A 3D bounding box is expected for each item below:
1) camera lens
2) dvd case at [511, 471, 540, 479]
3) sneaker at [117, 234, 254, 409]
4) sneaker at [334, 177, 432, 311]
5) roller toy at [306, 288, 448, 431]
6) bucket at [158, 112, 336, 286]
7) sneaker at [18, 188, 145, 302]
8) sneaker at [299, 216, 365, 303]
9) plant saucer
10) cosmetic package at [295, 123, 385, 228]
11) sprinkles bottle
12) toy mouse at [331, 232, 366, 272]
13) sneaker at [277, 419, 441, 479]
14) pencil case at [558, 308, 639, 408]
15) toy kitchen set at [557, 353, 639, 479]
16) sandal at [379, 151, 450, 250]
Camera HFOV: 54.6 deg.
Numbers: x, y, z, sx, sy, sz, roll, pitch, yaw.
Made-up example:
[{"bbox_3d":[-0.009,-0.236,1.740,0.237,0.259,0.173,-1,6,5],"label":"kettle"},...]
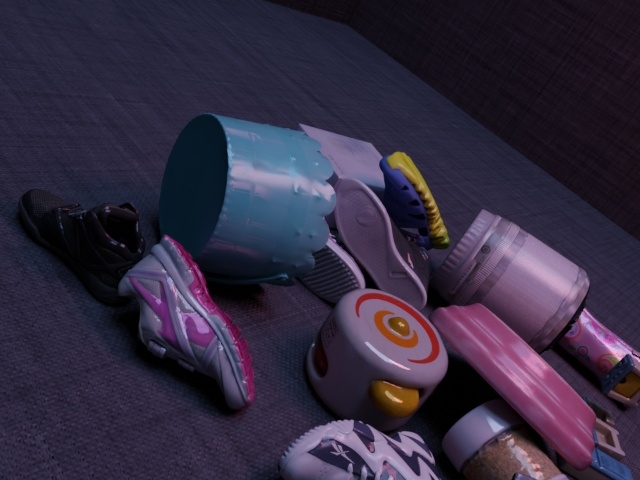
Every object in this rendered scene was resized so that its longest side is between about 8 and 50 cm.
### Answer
[{"bbox_3d":[0.395,0.091,1.299,0.274,0.219,0.219,36,28,10],"label":"camera lens"},{"bbox_3d":[0.291,0.410,0.712,0.180,0.029,0.238,16,50,15],"label":"dvd case"},{"bbox_3d":[-0.177,0.122,0.827,0.252,0.111,0.103,56,-4,10],"label":"sneaker"},{"bbox_3d":[0.129,0.000,1.259,0.295,0.105,0.147,59,23,-3],"label":"sneaker"},{"bbox_3d":[0.086,0.173,0.936,0.191,0.146,0.209,40,29,18],"label":"roller toy"},{"bbox_3d":[-0.128,-0.065,0.996,0.183,0.281,0.281,10,34,-36],"label":"bucket"},{"bbox_3d":[-0.331,-0.028,0.879,0.228,0.130,0.087,39,27,20],"label":"sneaker"},{"bbox_3d":[0.000,-0.001,1.181,0.282,0.102,0.161,41,32,19],"label":"sneaker"},{"bbox_3d":[0.321,0.218,1.013,0.332,0.084,0.332,44,2,-2],"label":"plant saucer"},{"bbox_3d":[0.052,-0.138,1.433,0.225,0.138,0.224,7,35,-36],"label":"cosmetic package"},{"bbox_3d":[0.313,0.388,0.832,0.121,0.121,0.355,4,38,-42],"label":"sprinkles bottle"},{"bbox_3d":[0.042,0.009,1.289,0.161,0.031,0.143,3,38,-42],"label":"toy mouse"},{"bbox_3d":[0.071,0.308,0.750,0.235,0.094,0.153,23,18,-37],"label":"sneaker"},{"bbox_3d":[0.620,0.237,1.390,0.124,0.124,0.284,-7,45,-50],"label":"pencil case"},{"bbox_3d":[0.516,0.314,1.105,0.122,0.166,0.207,30,27,-1],"label":"toy kitchen set"},{"bbox_3d":[0.180,-0.058,1.327,0.317,0.138,0.126,58,11,-47],"label":"sandal"}]
